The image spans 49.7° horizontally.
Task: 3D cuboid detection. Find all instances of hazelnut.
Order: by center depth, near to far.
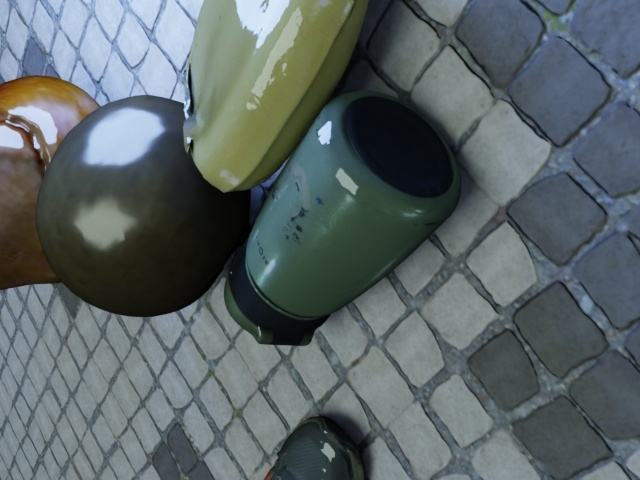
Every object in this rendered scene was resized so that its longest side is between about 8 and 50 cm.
[{"bbox_3d":[-0.480,-0.091,1.120,0.372,0.372,0.315,36,163,32],"label":"hazelnut"}]

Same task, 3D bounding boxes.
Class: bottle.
[{"bbox_3d":[-0.001,-0.001,0.788,0.169,0.168,0.347,58,138,16],"label":"bottle"}]

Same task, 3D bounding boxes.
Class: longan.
[{"bbox_3d":[-0.226,-0.045,0.912,0.297,0.297,0.298,14,111,41],"label":"longan"}]

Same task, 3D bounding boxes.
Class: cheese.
[{"bbox_3d":[-0.046,-0.229,0.754,0.316,0.128,0.260,-53,44,35],"label":"cheese"}]

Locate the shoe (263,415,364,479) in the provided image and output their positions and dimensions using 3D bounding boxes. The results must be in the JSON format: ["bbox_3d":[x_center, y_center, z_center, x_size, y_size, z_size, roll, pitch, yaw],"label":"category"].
[{"bbox_3d":[-0.066,0.382,0.947,0.132,0.171,0.337,42,128,29],"label":"shoe"}]
